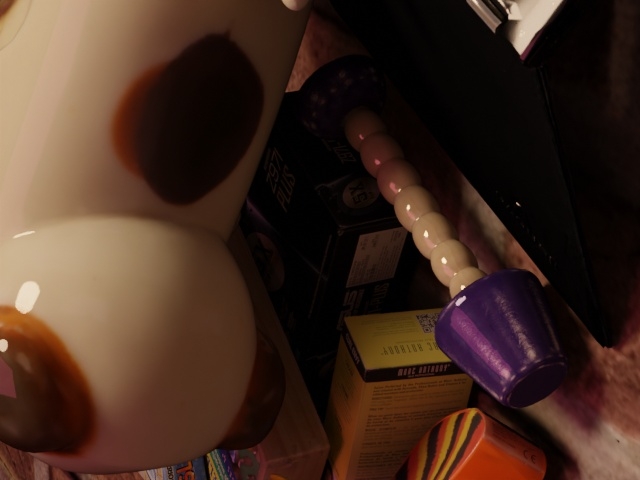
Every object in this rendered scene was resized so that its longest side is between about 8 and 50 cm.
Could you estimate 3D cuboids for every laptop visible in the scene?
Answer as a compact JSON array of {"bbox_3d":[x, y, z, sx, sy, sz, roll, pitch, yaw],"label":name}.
[{"bbox_3d":[0.125,-0.224,0.983,0.408,0.236,0.382,-53,48,21],"label":"laptop"}]

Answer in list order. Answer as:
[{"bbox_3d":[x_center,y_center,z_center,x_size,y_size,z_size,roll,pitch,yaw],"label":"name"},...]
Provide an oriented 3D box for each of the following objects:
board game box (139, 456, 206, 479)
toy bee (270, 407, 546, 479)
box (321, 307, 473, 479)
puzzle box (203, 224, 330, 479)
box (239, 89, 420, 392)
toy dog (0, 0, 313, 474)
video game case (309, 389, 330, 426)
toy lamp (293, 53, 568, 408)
[{"bbox_3d":[-0.144,0.125,1.384,0.201,0.035,0.136,-152,52,-66],"label":"board game box"},{"bbox_3d":[0.027,0.228,1.154,0.195,0.298,0.162,54,180,-16],"label":"toy bee"},{"bbox_3d":[0.047,0.156,1.221,0.058,0.087,0.232,-115,26,-48],"label":"box"},{"bbox_3d":[-0.105,0.069,1.373,0.272,0.052,0.409,103,149,-53],"label":"puzzle box"},{"bbox_3d":[0.000,0.000,1.263,0.147,0.078,0.180,59,148,37],"label":"box"},{"bbox_3d":[-0.125,-0.047,1.130,0.395,0.285,0.407,2,87,40],"label":"toy dog"},{"bbox_3d":[-0.026,0.258,1.443,0.269,0.061,0.244,-33,69,63],"label":"video game case"},{"bbox_3d":[0.071,-0.008,1.105,0.274,0.080,0.080,56,147,32],"label":"toy lamp"}]
